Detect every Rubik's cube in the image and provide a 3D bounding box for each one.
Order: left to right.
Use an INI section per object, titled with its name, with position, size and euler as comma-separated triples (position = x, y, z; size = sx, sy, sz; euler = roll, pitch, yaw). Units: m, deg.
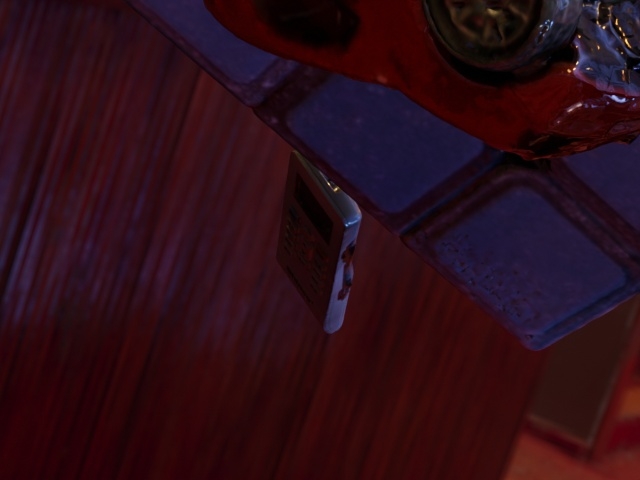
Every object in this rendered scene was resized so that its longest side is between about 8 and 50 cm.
[Rubik's cube]
position = 0.132, -0.184, 0.826
size = 0.305, 0.301, 0.304
euler = 40, 44, -12

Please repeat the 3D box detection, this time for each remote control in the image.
[remote control]
position = 0.000, 0.000, 1.081
size = 0.065, 0.029, 0.166
euler = 56, -19, 21

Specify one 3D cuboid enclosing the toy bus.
[toy bus]
position = 0.005, -0.095, 0.369
size = 0.081, 0.089, 0.195
euler = -22, 76, -46
